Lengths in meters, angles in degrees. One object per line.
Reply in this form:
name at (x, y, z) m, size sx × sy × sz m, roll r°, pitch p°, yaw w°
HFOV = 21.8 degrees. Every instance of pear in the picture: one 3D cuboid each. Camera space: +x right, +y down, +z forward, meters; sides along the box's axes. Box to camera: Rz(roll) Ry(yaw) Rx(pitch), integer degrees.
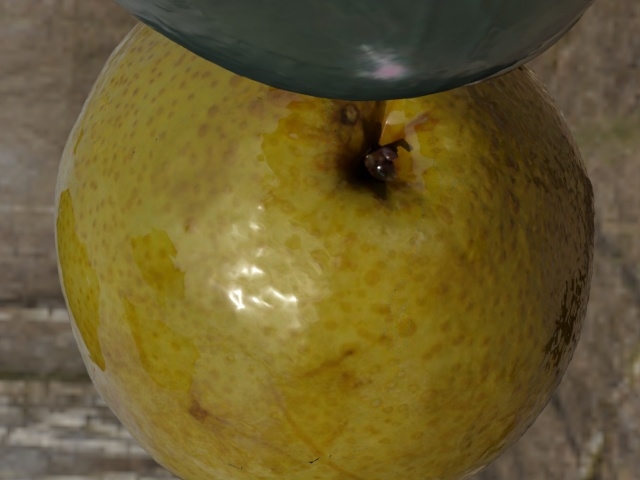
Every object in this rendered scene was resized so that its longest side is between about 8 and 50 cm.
pear at (0.000, 0.000, 0.609) m, size 0.209 × 0.209 × 0.209 m, roll -178°, pitch 90°, yaw -84°

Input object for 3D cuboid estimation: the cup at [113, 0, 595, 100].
cup at (0.010, -0.105, 0.386) m, size 0.150 × 0.199 × 0.199 m, roll 47°, pitch -144°, yaw -54°
